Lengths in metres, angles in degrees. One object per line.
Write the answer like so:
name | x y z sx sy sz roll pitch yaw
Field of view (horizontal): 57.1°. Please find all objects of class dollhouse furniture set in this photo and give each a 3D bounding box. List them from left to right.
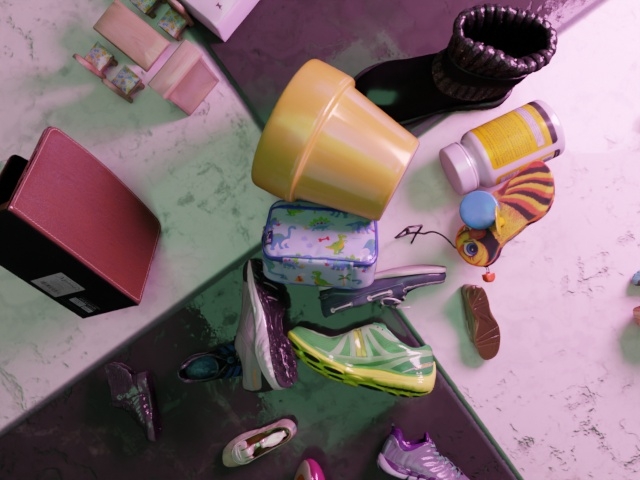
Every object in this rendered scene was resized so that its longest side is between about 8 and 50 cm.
dollhouse furniture set | -0.333 -0.369 1.134 0.242 0.161 0.212 40 91 2

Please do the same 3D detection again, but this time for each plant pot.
plant pot | 0.038 -0.160 1.066 0.239 0.254 0.253 28 91 5

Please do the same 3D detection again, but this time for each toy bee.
toy bee | 0.319 -0.012 1.106 0.298 0.195 0.162 -35 74 40

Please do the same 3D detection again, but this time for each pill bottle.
pill bottle | 0.343 -0.174 1.126 0.209 0.119 0.119 -25 88 1

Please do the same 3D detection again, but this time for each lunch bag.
lunch bag | 0.000 0.000 1.119 0.219 0.176 0.090 5 134 3

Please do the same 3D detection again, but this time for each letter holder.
letter holder | -0.462 -0.030 1.083 0.152 0.302 0.214 -15 48 24

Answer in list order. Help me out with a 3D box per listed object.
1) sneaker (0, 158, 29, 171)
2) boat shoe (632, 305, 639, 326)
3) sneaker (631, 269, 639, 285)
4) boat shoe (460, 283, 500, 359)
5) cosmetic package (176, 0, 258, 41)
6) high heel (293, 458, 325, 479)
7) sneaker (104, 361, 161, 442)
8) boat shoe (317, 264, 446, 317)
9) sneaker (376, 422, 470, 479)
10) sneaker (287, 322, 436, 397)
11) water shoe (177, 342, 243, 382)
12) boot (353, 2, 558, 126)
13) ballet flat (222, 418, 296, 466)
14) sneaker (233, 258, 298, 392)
sneaker | -0.538 -0.116 1.192 0.212 0.080 0.094 3 101 9
boat shoe | 0.763 0.179 1.104 0.342 0.121 0.110 5 89 1
sneaker | 0.693 0.082 1.139 0.167 0.065 0.076 -7 93 4
boat shoe | 0.313 0.160 1.166 0.056 0.048 0.152 -20 95 -10
cosmetic package | -0.187 -0.637 1.164 0.284 0.097 0.377 40 91 4
high heel | 0.040 0.615 1.158 0.182 0.127 0.376 0 85 -26
sneaker | -0.380 0.326 1.186 0.089 0.051 0.170 -11 84 2
boat shoe | 0.121 0.098 1.144 0.255 0.095 0.079 -10 87 4
sneaker | 0.227 0.436 1.144 0.224 0.083 0.098 20 85 3
sneaker | 0.080 0.219 1.154 0.296 0.109 0.123 14 61 7
water shoe | -0.180 0.243 1.161 0.203 0.080 0.072 -18 89 2
boot | 0.216 -0.308 1.062 0.348 0.260 0.131 -10 89 2
ballet flat | -0.127 0.404 1.171 0.168 0.052 0.057 -30 88 2
sneaker | -0.123 0.157 1.120 0.108 0.100 0.271 -24 58 24
